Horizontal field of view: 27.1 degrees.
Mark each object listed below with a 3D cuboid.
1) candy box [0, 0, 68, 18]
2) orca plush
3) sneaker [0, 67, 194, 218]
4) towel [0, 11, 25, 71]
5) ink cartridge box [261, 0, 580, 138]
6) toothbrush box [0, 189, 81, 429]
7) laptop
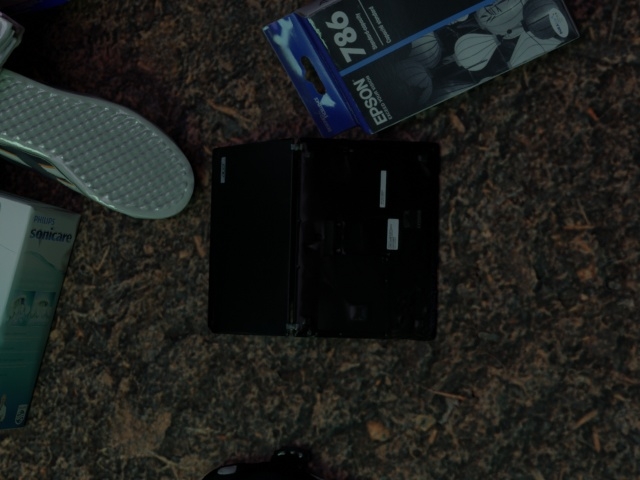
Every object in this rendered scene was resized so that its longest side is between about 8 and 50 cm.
[{"bbox_3d":[-0.468,-0.438,1.688,0.268,0.122,0.317,-10,83,28],"label":"candy box"},{"bbox_3d":[-0.028,0.337,1.534,0.287,0.102,0.151,31,97,19],"label":"orca plush"},{"bbox_3d":[-0.305,-0.126,1.667,0.321,0.127,0.126,27,85,-4],"label":"sneaker"},{"bbox_3d":[-0.566,-0.201,1.555,0.317,0.053,0.331,32,86,-4],"label":"towel"},{"bbox_3d":[0.108,-0.236,1.507,0.333,0.065,0.165,-25,111,18],"label":"ink cartridge box"},{"bbox_3d":[-0.462,0.073,1.700,0.216,0.126,0.295,15,92,20],"label":"toothbrush box"},{"bbox_3d":[0.000,0.000,1.595,0.264,0.136,0.234,1,87,-5],"label":"laptop"}]
